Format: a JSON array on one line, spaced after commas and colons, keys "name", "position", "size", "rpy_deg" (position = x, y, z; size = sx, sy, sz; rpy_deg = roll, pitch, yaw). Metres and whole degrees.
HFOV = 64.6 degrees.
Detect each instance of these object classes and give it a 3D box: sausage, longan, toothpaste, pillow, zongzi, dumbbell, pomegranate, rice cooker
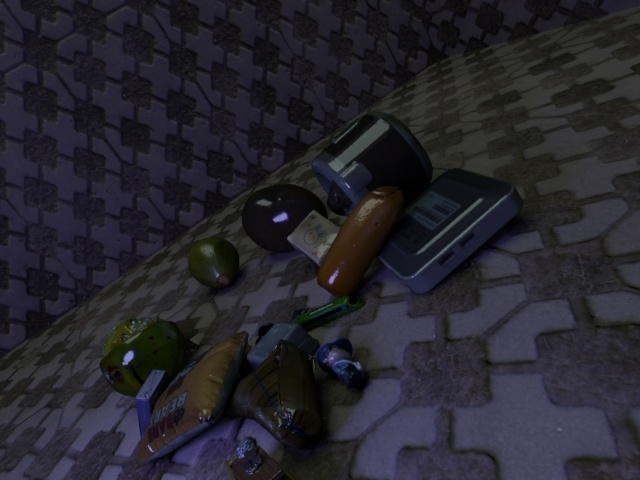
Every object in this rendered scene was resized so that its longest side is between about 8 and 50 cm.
[{"name": "sausage", "position": [0.114, -0.007, 1.434], "size": [0.134, 0.116, 0.354], "rpy_deg": [33, 97, 42]}, {"name": "longan", "position": [-0.143, -0.093, 2.006], "size": [0.350, 0.288, 0.288], "rpy_deg": [-9, 28, 25]}, {"name": "toothpaste", "position": [-0.078, 0.242, 1.465], "size": [0.045, 0.028, 0.170], "rpy_deg": [-15, 22, 24]}, {"name": "pillow", "position": [-0.319, 0.395, 1.284], "size": [0.310, 0.119, 0.312], "rpy_deg": [-36, 18, 26]}, {"name": "zongzi", "position": [-0.126, 0.388, 1.102], "size": [0.289, 0.123, 0.260], "rpy_deg": [-44, 24, 13]}, {"name": "dumbbell", "position": [-0.145, 0.277, 1.418], "size": [0.069, 0.069, 0.147], "rpy_deg": [-27, 21, 14]}, {"name": "pomegranate", "position": [-0.520, 0.352, 1.580], "size": [0.260, 0.260, 0.341], "rpy_deg": [-17, -4, 36]}, {"name": "rice cooker", "position": [0.151, -0.211, 1.632], "size": [0.325, 0.335, 0.335], "rpy_deg": [-41, 21, -4]}]

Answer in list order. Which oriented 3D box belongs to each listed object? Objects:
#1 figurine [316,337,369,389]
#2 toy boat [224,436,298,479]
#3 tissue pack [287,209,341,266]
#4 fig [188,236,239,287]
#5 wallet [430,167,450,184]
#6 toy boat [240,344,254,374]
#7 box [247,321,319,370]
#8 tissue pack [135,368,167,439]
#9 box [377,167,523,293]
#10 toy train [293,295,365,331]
[{"name": "figurine", "position": [0.052, 0.280, 1.135], "size": [0.149, 0.086, 0.087], "rpy_deg": [40, 113, 57]}, {"name": "toy boat", "position": [-0.086, 0.438, 0.890], "size": [0.089, 0.121, 0.321], "rpy_deg": [-35, 19, -25]}, {"name": "tissue pack", "position": [0.000, 0.000, 1.715], "size": [0.148, 0.092, 0.196], "rpy_deg": [-47, 44, -8]}, {"name": "fig", "position": [-0.422, 0.093, 2.071], "size": [0.230, 0.207, 0.207], "rpy_deg": [16, 47, 33]}, {"name": "wallet", "position": [0.351, -0.160, 1.734], "size": [0.275, 0.068, 0.335], "rpy_deg": [-42, 29, -16]}, {"name": "toy boat", "position": [-0.213, 0.328, 1.420], "size": [0.072, 0.064, 0.206], "rpy_deg": [-22, 16, -30]}, {"name": "box", "position": [-0.103, 0.285, 1.302], "size": [0.124, 0.093, 0.172], "rpy_deg": [-8, 31, 48]}, {"name": "tissue pack", "position": [-0.450, 0.443, 1.362], "size": [0.051, 0.156, 0.112], "rpy_deg": [6, 27, 4]}, {"name": "box", "position": [0.320, -0.045, 1.405], "size": [0.373, 0.090, 0.367], "rpy_deg": [-40, 19, 0]}, {"name": "toy train", "position": [0.022, 0.196, 1.402], "size": [0.209, 0.042, 0.044], "rpy_deg": [-27, 21, 15]}]
